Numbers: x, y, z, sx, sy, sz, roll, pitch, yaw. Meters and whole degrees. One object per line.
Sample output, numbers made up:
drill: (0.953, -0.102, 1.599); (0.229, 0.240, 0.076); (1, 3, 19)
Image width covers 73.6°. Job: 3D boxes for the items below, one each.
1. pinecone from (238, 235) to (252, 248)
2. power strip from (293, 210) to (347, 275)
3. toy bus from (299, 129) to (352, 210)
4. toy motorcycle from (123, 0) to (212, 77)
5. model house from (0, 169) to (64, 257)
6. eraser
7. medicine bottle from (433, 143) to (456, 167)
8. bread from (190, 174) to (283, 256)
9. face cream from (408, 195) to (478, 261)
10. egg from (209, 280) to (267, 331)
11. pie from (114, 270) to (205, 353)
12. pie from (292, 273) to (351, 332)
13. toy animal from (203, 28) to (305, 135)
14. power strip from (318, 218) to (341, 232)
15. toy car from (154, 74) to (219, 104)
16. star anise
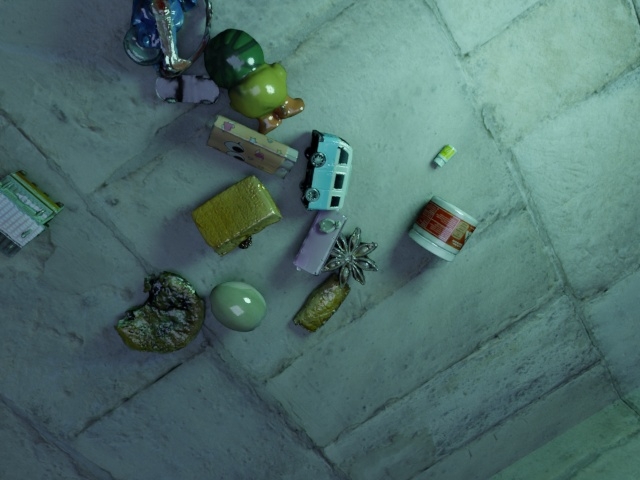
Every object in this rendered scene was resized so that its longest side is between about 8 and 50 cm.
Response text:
pinecone: (-0.290, -0.008, 1.605); (0.077, 0.077, 0.083); (-34, 129, 4)
power strip: (0.000, 0.000, 1.618); (0.109, 0.037, 0.278); (27, 89, 8)
toy bus: (0.025, -0.248, 1.535); (0.165, 0.133, 0.271); (4, 112, -16)
toy motorcycle: (-0.466, -0.665, 1.304); (0.241, 0.182, 0.318); (1, 98, -56)
model house: (-1.006, -0.093, 1.383); (0.198, 0.215, 0.224); (-38, 111, 4)
eraser: (-0.233, -0.316, 1.460); (0.291, 0.171, 0.087); (22, 73, -16)
medicine bottle: (0.472, -0.321, 1.622); (0.047, 0.047, 0.083); (39, 99, -20)
bread: (-0.296, -0.089, 1.520); (0.275, 0.114, 0.184); (-32, 78, 6)
face cream: (0.470, -0.047, 1.640); (0.201, 0.201, 0.187); (27, 104, -17)
egg: (-0.321, 0.243, 1.632); (0.183, 0.183, 0.217); (-43, 117, 8)
pie: (-0.611, 0.301, 1.667); (0.297, 0.078, 0.371); (35, 100, -20)
pie: (0.005, 0.267, 1.757); (0.129, 0.068, 0.282); (35, 106, -18)
toy animal: (-0.222, -0.503, 1.364); (0.216, 0.191, 0.338); (-32, 116, 19)
power strip: (0.034, -0.056, 1.582); (0.083, 0.035, 0.055); (-6, 83, 9)
toy car: (-0.436, -0.499, 1.408); (0.205, 0.056, 0.095); (1, 110, -6)
star anise: (0.109, 0.066, 1.670); (0.223, 0.109, 0.235); (-2, 89, 1)
